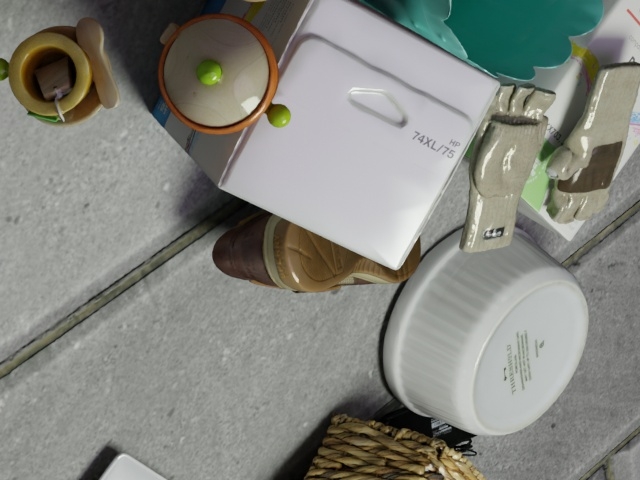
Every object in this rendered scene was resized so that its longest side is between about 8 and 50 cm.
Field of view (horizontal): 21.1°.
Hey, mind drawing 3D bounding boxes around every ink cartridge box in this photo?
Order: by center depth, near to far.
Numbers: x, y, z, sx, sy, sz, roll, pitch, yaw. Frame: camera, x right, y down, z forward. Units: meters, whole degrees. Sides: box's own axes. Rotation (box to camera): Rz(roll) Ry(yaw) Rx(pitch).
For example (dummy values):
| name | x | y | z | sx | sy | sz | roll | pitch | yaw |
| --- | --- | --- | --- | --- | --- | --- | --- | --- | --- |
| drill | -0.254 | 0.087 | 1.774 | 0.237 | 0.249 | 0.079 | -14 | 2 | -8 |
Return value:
| name | x | y | z | sx | sy | sz | roll | pitch | yaw |
| --- | --- | --- | --- | --- | --- | --- | --- | --- | --- |
| ink cartridge box | -0.004 | -0.131 | 1.594 | 0.198 | 0.270 | 0.197 | 25 | 98 | -23 |
| ink cartridge box | 0.316 | -0.202 | 2.030 | 0.353 | 0.119 | 0.207 | -55 | 140 | -1 |

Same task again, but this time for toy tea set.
| name | x | y | z | sx | sy | sz | roll | pitch | yaw |
| --- | --- | --- | --- | --- | --- | --- | --- | --- | --- |
| toy tea set | -0.173 | -0.183 | 1.387 | 0.124 | 0.336 | 0.200 | -30 | 118 | -81 |

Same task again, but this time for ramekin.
| name | x | y | z | sx | sy | sz | roll | pitch | yaw |
| --- | --- | --- | --- | --- | --- | --- | --- | --- | --- |
| ramekin | 0.217 | 0.120 | 2.136 | 0.273 | 0.127 | 0.273 | -25 | 129 | -35 |

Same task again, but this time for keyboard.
| name | x | y | z | sx | sy | sz | roll | pitch | yaw |
| --- | --- | --- | --- | --- | --- | --- | --- | --- | --- |
| keyboard | 0.148 | 0.248 | 2.247 | 0.192 | 0.038 | 0.100 | -15 | 103 | -37 |

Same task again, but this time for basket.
| name | x | y | z | sx | sy | sz | roll | pitch | yaw |
| --- | --- | --- | --- | --- | --- | --- | --- | --- | --- |
| basket | 0.098 | 0.390 | 2.100 | 0.223 | 0.213 | 0.299 | -61 | 145 | -27 |

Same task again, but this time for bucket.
| name | x | y | z | sx | sy | sz | roll | pitch | yaw |
| --- | --- | --- | --- | --- | --- | --- | --- | --- | --- |
| bucket | 0.163 | -0.314 | 1.741 | 0.281 | 0.183 | 0.281 | -26 | 130 | -36 |

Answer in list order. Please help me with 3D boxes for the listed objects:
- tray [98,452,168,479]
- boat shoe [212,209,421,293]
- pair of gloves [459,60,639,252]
| name | x | y | z | sx | sy | sz | roll | pitch | yaw |
| --- | --- | --- | --- | --- | --- | --- | --- | --- | --- |
| tray | -0.189 | 0.343 | 1.940 | 0.145 | 0.030 | 0.270 | -52 | 133 | -4 |
| boat shoe | 0.000 | 0.000 | 1.865 | 0.342 | 0.123 | 0.123 | -16 | 99 | -61 |
| pair of gloves | 0.255 | -0.098 | 1.921 | 0.240 | 0.042 | 0.204 | -16 | 129 | -32 |
